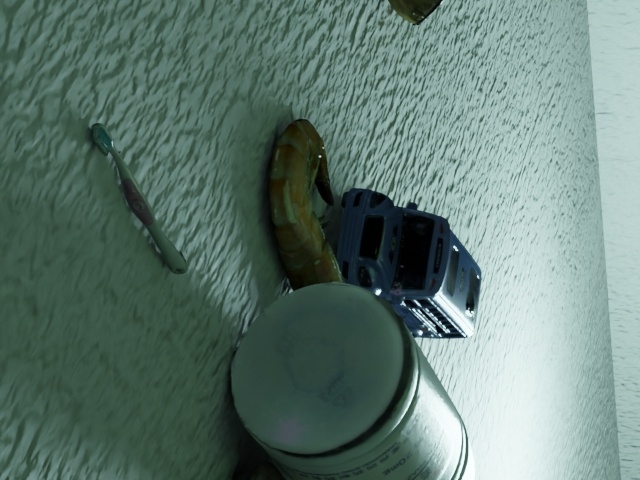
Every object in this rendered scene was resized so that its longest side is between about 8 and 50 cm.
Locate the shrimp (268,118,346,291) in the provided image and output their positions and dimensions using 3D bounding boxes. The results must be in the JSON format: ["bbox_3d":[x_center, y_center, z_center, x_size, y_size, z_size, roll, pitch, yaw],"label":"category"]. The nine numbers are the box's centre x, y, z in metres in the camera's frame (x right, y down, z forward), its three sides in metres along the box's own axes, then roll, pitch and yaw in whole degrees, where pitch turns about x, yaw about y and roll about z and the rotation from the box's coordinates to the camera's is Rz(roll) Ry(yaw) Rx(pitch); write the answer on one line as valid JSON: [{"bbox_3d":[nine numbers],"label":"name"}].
[{"bbox_3d":[0.000,0.000,1.650,0.169,0.058,0.296,-67,149,-48],"label":"shrimp"}]

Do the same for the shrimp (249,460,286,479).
[{"bbox_3d":[-0.072,0.298,1.485,0.317,0.062,0.164,41,50,-70],"label":"shrimp"}]

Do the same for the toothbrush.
[{"bbox_3d":[-0.152,-0.032,1.274,0.204,0.017,0.022,65,23,-51],"label":"toothbrush"}]

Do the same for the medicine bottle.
[{"bbox_3d":[0.045,0.196,1.595,0.332,0.190,0.190,57,40,-58],"label":"medicine bottle"}]

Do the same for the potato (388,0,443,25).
[{"bbox_3d":[0.109,-0.348,1.885,0.120,0.100,0.261,-54,-170,23],"label":"potato"}]

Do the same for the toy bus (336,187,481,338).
[{"bbox_3d":[0.108,0.036,1.828,0.292,0.133,0.125,43,53,-65],"label":"toy bus"}]
